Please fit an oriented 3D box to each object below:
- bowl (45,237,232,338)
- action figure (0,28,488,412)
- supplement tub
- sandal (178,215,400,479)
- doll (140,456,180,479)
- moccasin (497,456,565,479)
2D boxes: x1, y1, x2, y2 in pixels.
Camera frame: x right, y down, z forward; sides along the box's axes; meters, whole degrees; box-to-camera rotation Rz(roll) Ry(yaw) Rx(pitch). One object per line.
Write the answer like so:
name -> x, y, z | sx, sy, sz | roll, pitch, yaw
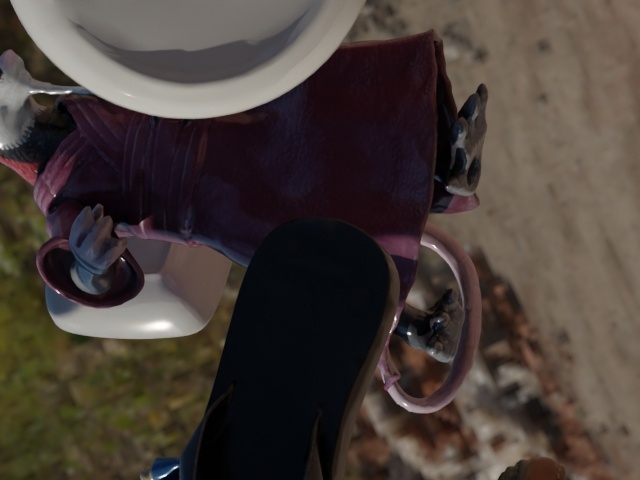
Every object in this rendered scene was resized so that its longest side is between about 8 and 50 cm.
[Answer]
bowl -> -0.139, 0.001, 1.443 | 0.053, 0.142, 0.142 | 58, -141, -52
action figure -> -0.073, -0.056, 1.256 | 0.276, 0.370, 0.248 | 59, -137, -66
supplement tub -> -0.076, -0.179, 1.051 | 0.272, 0.191, 0.191 | -113, 2, -75
sandal -> -0.029, 0.111, 0.888 | 0.054, 0.097, 0.254 | 35, -118, -71
doll -> -0.100, 0.230, 1.510 | 0.129, 0.189, 0.046 | 38, -159, 16
moccasin -> 0.192, 0.340, 1.565 | 0.139, 0.147, 0.380 | -54, -36, -58
